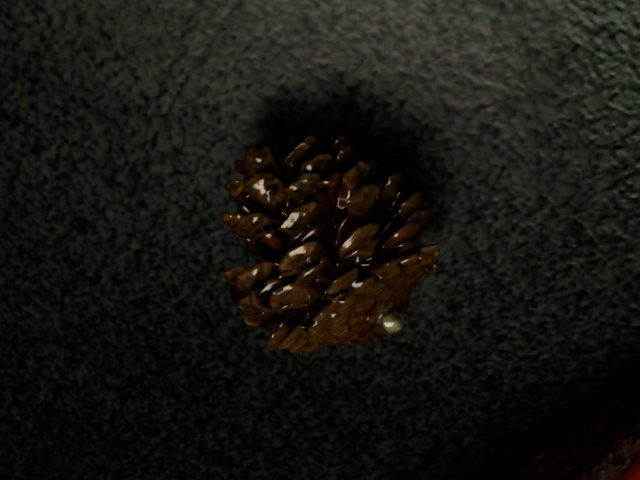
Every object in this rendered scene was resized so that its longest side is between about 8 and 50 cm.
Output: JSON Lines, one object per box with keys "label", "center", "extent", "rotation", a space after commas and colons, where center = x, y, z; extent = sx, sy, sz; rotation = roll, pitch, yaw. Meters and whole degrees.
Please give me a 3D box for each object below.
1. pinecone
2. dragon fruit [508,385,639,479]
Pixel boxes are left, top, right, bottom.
{"label": "pinecone", "center": [0.000, 0.000, 0.944], "extent": [0.173, 0.173, 0.173], "rotation": [4, 121, 7]}
{"label": "dragon fruit", "center": [0.232, 0.267, 1.010], "extent": [0.317, 0.152, 0.205], "rotation": [-41, 99, 12]}
